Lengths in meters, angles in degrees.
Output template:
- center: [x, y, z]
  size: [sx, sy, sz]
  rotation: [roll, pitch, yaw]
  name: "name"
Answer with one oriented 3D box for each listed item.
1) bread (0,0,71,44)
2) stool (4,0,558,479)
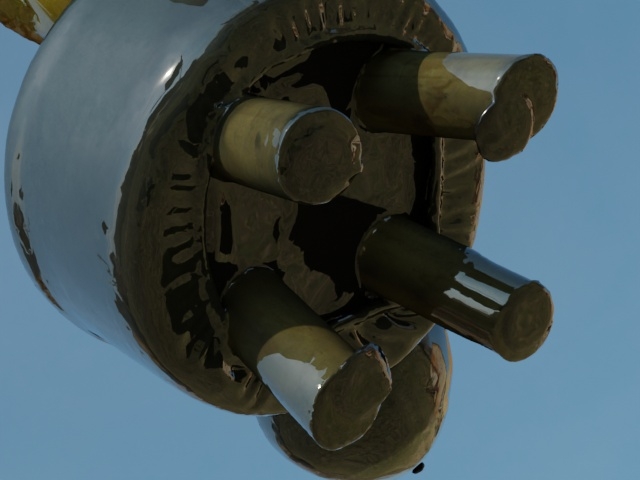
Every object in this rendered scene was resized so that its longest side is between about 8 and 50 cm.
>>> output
- center: [-0.109, -0.166, 0.718]
  size: [0.233, 0.088, 0.161]
  rotation: [36, -45, -4]
  name: "bread"
- center: [0.006, -0.007, 0.596]
  size: [0.228, 0.139, 0.153]
  rotation: [39, -100, -43]
  name: "stool"
